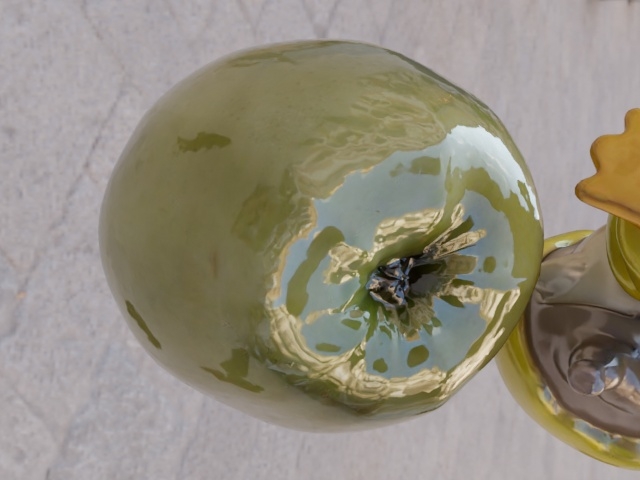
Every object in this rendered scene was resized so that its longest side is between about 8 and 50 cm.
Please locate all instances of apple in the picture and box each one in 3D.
[{"bbox_3d":[0.000,0.000,0.621,0.262,0.262,0.262,3,90,-68],"label":"apple"}]

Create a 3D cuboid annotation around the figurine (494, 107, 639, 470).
[{"bbox_3d":[0.221,0.033,0.640,0.343,0.215,0.187,75,26,-64],"label":"figurine"}]
